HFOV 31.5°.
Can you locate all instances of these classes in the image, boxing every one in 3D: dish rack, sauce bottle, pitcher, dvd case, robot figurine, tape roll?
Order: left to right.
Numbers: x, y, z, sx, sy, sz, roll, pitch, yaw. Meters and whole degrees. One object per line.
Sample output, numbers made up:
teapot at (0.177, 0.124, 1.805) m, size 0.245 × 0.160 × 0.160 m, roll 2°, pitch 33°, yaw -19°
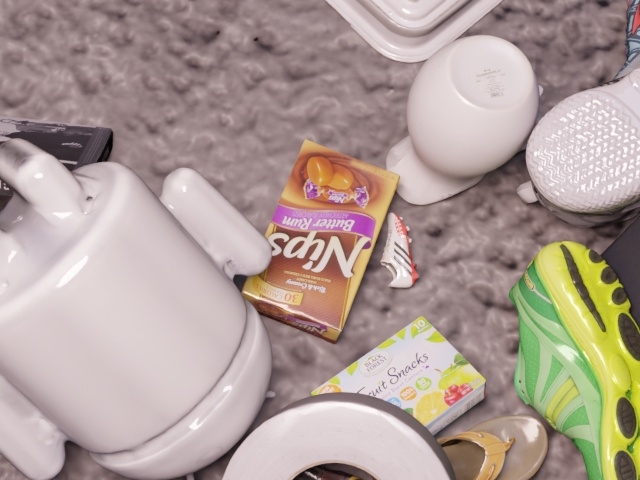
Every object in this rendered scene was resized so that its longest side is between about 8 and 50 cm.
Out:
dvd case at (-0.335, -0.088, 1.113) m, size 0.238 × 0.179 × 0.029 m, roll 5°, pitch 111°, yaw -4°
robot figurine at (-0.177, 0.072, 0.996) m, size 0.300 × 0.200 × 0.353 m, roll -43°, pitch 119°, yaw -9°
tape roll at (0.017, 0.249, 1.018) m, size 0.219 × 0.072 × 0.219 m, roll 0°, pitch 88°, yaw 8°
sauce bottle at (0.031, 0.247, 1.079) m, size 0.128 × 0.042 × 0.042 m, roll 28°, pitch 68°, yaw 4°
dish rack at (0.087, -0.395, 1.326) m, size 0.285 × 0.072 × 0.333 m, roll -41°, pitch 77°, yaw -18°
pitcher at (0.168, -0.126, 1.154) m, size 0.177 × 0.207 × 0.125 m, roll -18°, pitch 72°, yaw -14°

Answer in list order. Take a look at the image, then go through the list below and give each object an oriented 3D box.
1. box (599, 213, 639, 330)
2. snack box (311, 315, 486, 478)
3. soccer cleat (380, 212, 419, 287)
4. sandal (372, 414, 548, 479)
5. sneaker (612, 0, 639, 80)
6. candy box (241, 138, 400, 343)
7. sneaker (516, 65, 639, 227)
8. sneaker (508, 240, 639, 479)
box at (0.457, 0.027, 1.080) m, size 0.294 × 0.296 × 0.183 m, roll -12°, pitch 71°, yaw -10°
snack box at (0.077, 0.151, 1.110) m, size 0.141 × 0.037 × 0.100 m, roll -33°, pitch 55°, yaw -18°
soccer cleat at (0.078, 0.010, 1.186) m, size 0.035 × 0.029 × 0.083 m, roll -10°, pitch 75°, yaw -15°
sandal at (0.140, 0.213, 1.101) m, size 0.180 × 0.049 × 0.072 m, roll -9°, pitch 70°, yaw -10°
sneaker at (0.396, -0.239, 1.300) m, size 0.262 × 0.104 × 0.125 m, roll -49°, pitch 48°, yaw -10°
candy box at (0.000, 0.000, 1.168) m, size 0.109 × 0.053 × 0.187 m, roll 21°, pitch 69°, yaw 1°
sneaker at (0.367, -0.119, 1.151) m, size 0.366 × 0.210 × 0.137 m, roll -21°, pitch 83°, yaw -3°
sneaker at (0.264, 0.149, 1.103) m, size 0.109 × 0.123 × 0.295 m, roll 0°, pitch 64°, yaw -29°
